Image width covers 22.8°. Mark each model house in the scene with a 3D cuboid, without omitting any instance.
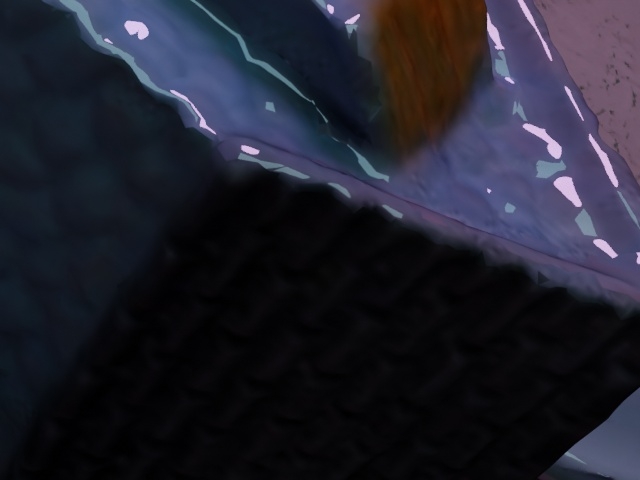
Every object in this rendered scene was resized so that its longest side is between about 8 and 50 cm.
[{"bbox_3d":[0.000,0.000,0.715,0.339,0.360,0.297,44,42,5],"label":"model house"}]

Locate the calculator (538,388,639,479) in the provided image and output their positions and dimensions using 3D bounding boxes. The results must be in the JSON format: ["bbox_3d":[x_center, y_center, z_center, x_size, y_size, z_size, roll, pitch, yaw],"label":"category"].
[{"bbox_3d":[0.212,0.098,0.993,0.299,0.041,0.185,18,47,-18],"label":"calculator"}]
